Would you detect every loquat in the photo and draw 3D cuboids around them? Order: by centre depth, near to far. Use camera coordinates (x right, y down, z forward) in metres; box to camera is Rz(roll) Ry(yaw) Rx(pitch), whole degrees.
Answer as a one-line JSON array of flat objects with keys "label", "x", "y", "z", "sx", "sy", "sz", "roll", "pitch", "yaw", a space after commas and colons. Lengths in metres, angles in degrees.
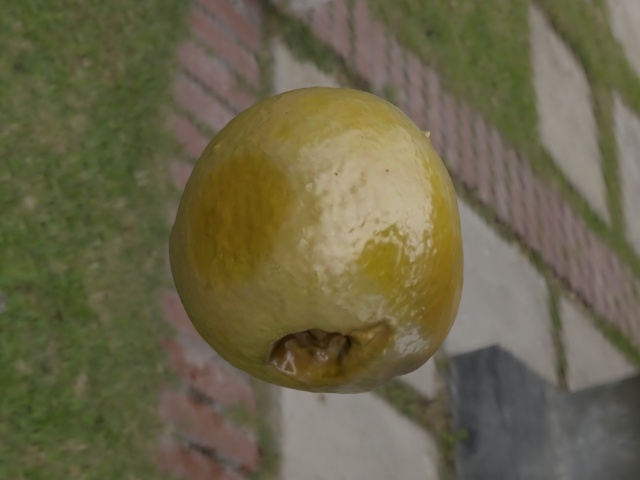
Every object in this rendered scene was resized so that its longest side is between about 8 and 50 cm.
[{"label": "loquat", "x": -0.003, "y": -0.003, "z": 1.069, "sx": 0.213, "sy": 0.213, "sz": 0.213, "roll": 40, "pitch": 41, "yaw": -46}]
